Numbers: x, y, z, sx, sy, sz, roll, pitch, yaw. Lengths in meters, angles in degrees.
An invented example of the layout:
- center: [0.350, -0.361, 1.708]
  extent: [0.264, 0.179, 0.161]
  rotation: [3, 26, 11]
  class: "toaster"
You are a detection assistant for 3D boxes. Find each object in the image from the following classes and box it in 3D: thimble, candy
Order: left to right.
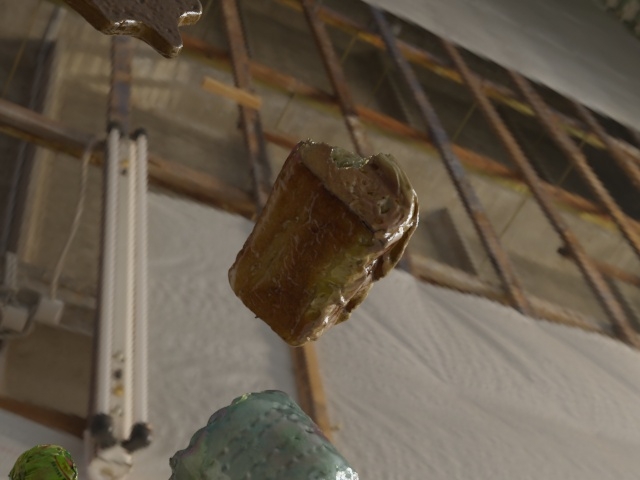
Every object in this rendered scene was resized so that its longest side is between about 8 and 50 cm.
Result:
- center: [-0.416, 0.327, 1.241]
  extent: [0.262, 0.073, 0.077]
  rotation: [-25, -91, -31]
  class: "candy"
- center: [-0.072, 0.281, 1.135]
  extent: [0.149, 0.211, 0.185]
  rotation: [42, -166, 23]
  class: "thimble"

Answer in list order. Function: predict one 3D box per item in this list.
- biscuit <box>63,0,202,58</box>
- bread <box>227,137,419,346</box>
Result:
- center: [-0.197, -0.262, 0.995]
  extent: [0.182, 0.034, 0.215]
  rotation: [-21, -104, -48]
  class: "biscuit"
- center: [0.006, -0.001, 1.416]
  extent: [0.195, 0.344, 0.149]
  rotation: [43, -130, 7]
  class: "bread"
